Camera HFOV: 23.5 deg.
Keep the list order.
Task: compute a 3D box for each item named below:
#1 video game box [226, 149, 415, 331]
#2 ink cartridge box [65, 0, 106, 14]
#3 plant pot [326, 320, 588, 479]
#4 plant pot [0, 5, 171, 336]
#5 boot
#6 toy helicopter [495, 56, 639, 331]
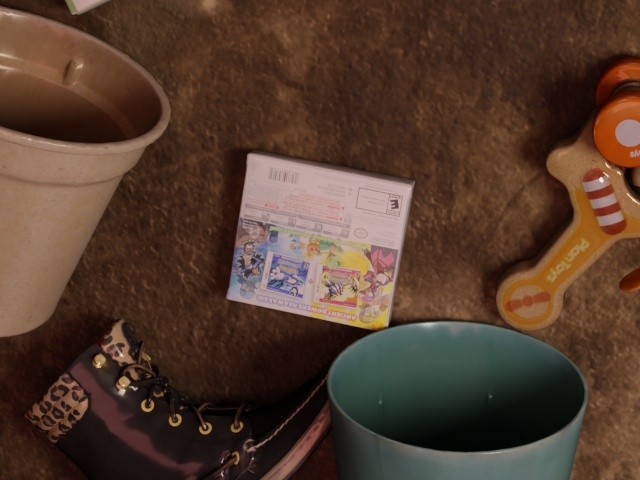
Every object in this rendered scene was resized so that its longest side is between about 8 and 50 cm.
[{"bbox_3d":[0.000,0.000,1.870,0.205,0.048,0.187,12,102,9],"label":"video game box"},{"bbox_3d":[-0.226,-0.392,1.828,0.235,0.056,0.171,-23,97,12],"label":"ink cartridge box"},{"bbox_3d":[0.151,0.263,1.783,0.293,0.293,0.235,6,116,10],"label":"plant pot"},{"bbox_3d":[-0.382,-0.069,1.815,0.334,0.334,0.305,26,117,5],"label":"plant pot"},{"bbox_3d":[-0.167,0.212,1.908,0.284,0.138,0.377,47,112,-1],"label":"boot"},{"bbox_3d":[0.341,-0.018,1.776,0.235,0.140,0.355,36,117,-7],"label":"toy helicopter"}]
